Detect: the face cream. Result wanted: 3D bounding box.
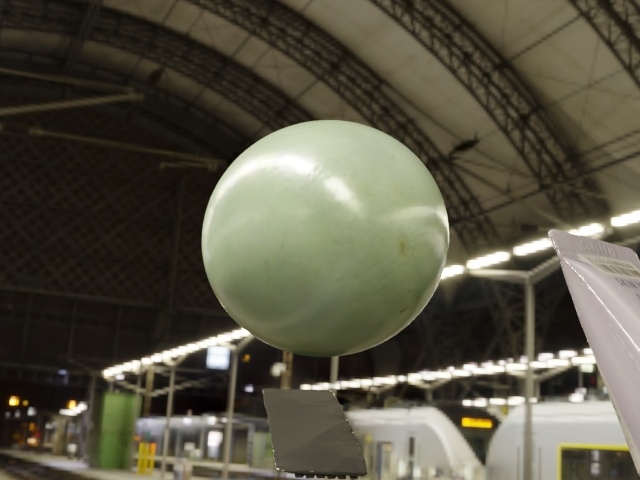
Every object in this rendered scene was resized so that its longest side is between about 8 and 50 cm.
[{"bbox_3d":[0.279,0.115,0.755,0.154,0.273,0.096,7,-37,-43],"label":"face cream"}]

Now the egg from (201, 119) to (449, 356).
[{"bbox_3d":[0.000,0.000,0.597,0.149,0.149,0.192,9,-13,-23],"label":"egg"}]

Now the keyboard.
[{"bbox_3d":[-0.010,0.165,0.813,0.074,0.015,0.196,-1,9,-7],"label":"keyboard"}]
